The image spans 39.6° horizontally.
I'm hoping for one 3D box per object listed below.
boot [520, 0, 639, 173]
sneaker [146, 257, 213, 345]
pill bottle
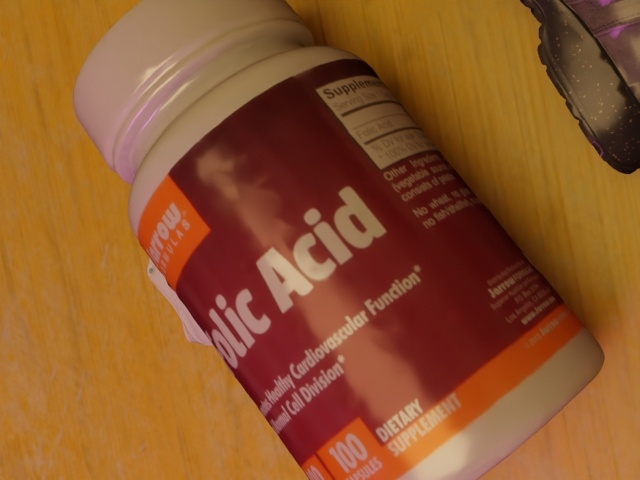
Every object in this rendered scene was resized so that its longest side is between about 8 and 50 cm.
[{"bbox_3d":[0.214,-0.234,0.591,0.223,0.118,0.338,-33,92,26],"label":"boot"},{"bbox_3d":[-0.134,-0.001,0.830,0.094,0.080,0.212,-17,90,41],"label":"sneaker"},{"bbox_3d":[0.000,0.000,0.666,0.224,0.224,0.392,-44,76,26],"label":"pill bottle"}]
